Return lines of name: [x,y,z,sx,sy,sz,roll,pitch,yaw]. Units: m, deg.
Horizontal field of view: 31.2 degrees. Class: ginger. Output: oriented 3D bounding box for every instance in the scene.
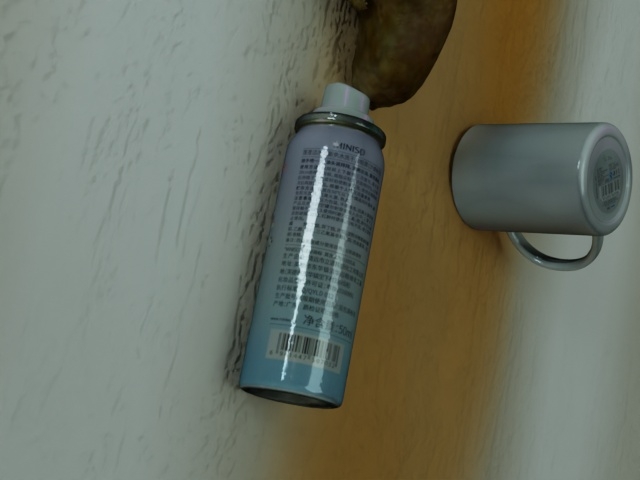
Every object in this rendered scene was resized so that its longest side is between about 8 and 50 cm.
ginger: [0.027,-0.246,0.832,0.309,0.107,0.133,56,35,-39]

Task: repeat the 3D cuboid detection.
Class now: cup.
cup: [0.204,-0.046,1.024,0.136,0.133,0.099,42,61,-42]

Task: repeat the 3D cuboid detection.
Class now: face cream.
face cream: [0.000,0.000,0.813,0.075,0.075,0.229,28,68,-47]
